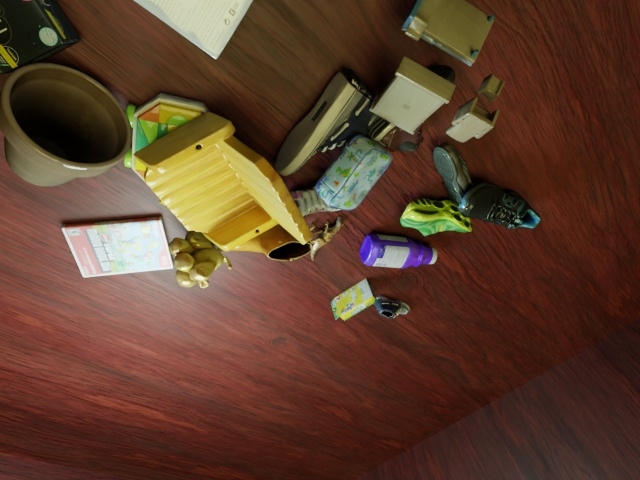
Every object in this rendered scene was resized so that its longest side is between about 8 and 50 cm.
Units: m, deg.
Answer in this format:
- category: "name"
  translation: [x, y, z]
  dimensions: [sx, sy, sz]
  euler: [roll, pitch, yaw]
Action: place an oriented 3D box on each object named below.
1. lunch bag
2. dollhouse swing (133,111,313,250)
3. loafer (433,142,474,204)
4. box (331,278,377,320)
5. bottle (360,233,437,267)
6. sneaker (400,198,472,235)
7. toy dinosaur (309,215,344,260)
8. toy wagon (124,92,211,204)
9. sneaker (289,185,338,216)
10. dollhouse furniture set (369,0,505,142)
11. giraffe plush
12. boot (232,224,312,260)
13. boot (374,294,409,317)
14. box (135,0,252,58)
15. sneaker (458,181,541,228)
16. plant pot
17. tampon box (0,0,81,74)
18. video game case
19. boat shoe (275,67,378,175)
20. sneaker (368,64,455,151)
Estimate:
- category: "lunch bag"
  translation: [0.100, -0.191, 1.198]
  dimensions: [0.176, 0.090, 0.219]
  euler: [1, 132, -55]
- category: "dollhouse swing"
  translation: [-0.241, -0.088, 1.059]
  dimensions: [0.315, 0.305, 0.347]
  euler: [-29, 138, -1]
- category: "loafer"
  translation: [0.442, -0.230, 1.345]
  dimensions: [0.084, 0.096, 0.268]
  euler: [-42, 136, -4]
- category: "box"
  translation: [0.127, 0.239, 1.619]
  dimensions: [0.179, 0.105, 0.043]
  euler: [-31, 128, 13]
- category: "bottle"
  translation: [0.291, 0.044, 1.511]
  dimensions: [0.282, 0.092, 0.118]
  euler: [5, 127, -18]
- category: "sneaker"
  translation: [0.410, -0.079, 1.454]
  dimensions: [0.295, 0.110, 0.123]
  euler: [9, 151, -24]
- category: "toy dinosaur"
  translation: [0.000, 0.000, 1.424]
  dimensions: [0.112, 0.064, 0.211]
  euler: [28, 117, -32]
- category: "toy wagon"
  translation: [-0.399, -0.223, 1.142]
  dimensions: [0.267, 0.068, 0.345]
  euler: [7, 126, -19]
- category: "sneaker"
  translation: [-0.026, -0.125, 1.307]
  dimensions: [0.236, 0.104, 0.095]
  euler: [-13, 90, -27]
- category: "dollhouse furniture set"
  translation: [0.311, -0.438, 1.031]
  dimensions: [0.286, 0.198, 0.304]
  euler: [27, 80, -7]
- category: "giraffe plush"
  translation: [-0.412, 0.082, 1.348]
  dimensions: [0.170, 0.182, 0.210]
  euler: [-42, 161, 32]
- category: "boot"
  translation: [-0.183, 0.004, 1.276]
  dimensions: [0.294, 0.211, 0.104]
  euler: [-10, 114, -10]
- category: "boot"
  translation: [0.306, 0.296, 1.721]
  dimensions: [0.189, 0.086, 0.069]
  euler: [18, 122, -26]
- category: "box"
  translation: [-0.311, -0.558, 0.801]
  dimensions: [0.345, 0.215, 0.168]
  euler: [28, 117, -31]
- category: "sneaker"
  translation: [0.617, -0.111, 1.398]
  dimensions: [0.340, 0.140, 0.125]
  euler: [-1, 128, -30]
- category: "plant pot"
  translation: [-0.626, -0.242, 0.976]
  dimensions: [0.229, 0.263, 0.263]
  euler: [-23, 134, 37]
- category: "tampon box"
  translation: [-0.632, -0.447, 0.871]
  dimensions: [0.160, 0.101, 0.121]
  euler: [-23, 119, 6]
- category: "video game case"
  translation: [-0.634, 0.023, 1.310]
  dimensions: [0.284, 0.025, 0.204]
  euler: [-6, 129, -10]
- category: "boat shoe"
  translation: [0.027, -0.293, 1.155]
  dimensions: [0.158, 0.127, 0.340]
  euler: [25, 120, -37]
- category: "sneaker"
  translation: [0.285, -0.363, 1.193]
  dimensions: [0.281, 0.107, 0.162]
  euler: [-35, 136, 25]
